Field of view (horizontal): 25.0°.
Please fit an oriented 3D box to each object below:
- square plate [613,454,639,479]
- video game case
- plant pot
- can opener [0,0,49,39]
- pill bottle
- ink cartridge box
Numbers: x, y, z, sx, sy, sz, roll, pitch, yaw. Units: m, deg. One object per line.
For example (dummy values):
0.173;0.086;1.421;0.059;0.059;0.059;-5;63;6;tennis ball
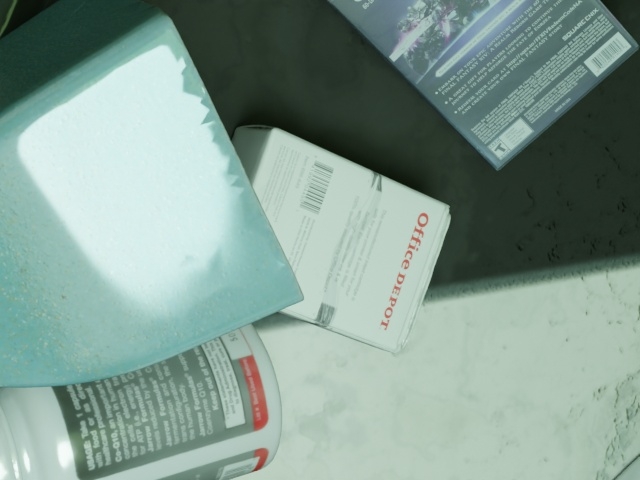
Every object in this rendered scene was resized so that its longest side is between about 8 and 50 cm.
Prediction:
0.348;0.485;1.671;0.344;0.049;0.347;-40;113;-20;square plate
0.165;-0.220;1.447;0.196;0.026;0.274;-42;117;14;video game case
-0.204;-0.025;1.116;0.252;0.247;0.248;-30;114;-12;plant pot
-0.295;-0.097;1.231;0.093;0.074;0.280;21;84;-45;can opener
-0.191;0.160;1.264;0.283;0.161;0.161;-13;102;-27;pill bottle
0.000;0.000;1.393;0.217;0.092;0.159;23;85;-28;ink cartridge box
